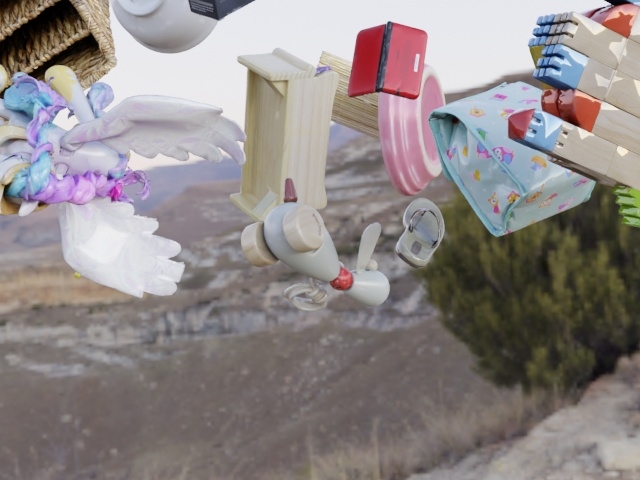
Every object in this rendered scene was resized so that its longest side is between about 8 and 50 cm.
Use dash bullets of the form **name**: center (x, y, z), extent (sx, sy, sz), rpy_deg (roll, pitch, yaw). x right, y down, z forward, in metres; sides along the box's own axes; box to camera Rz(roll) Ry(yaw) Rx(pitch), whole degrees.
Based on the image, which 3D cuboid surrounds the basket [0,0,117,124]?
- **basket**: center (-0.553, -0.377, 1.882), extent (0.299, 0.223, 0.213), rpy_deg (-28, -43, 14)

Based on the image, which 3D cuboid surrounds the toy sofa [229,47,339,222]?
- **toy sofa**: center (-0.085, -0.230, 2.247), extent (0.177, 0.363, 0.150), rpy_deg (-12, 30, -31)

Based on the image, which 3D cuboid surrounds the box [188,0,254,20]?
- **box**: center (-0.185, -0.538, 1.981), extent (0.093, 0.158, 0.156), rpy_deg (25, 48, 37)

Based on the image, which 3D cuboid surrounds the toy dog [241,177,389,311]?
- **toy dog**: center (0.000, 0.000, 1.907), extent (0.220, 0.161, 0.334), rpy_deg (-3, -27, 22)

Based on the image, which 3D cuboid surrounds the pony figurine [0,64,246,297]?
- **pony figurine**: center (-0.322, -0.109, 1.375), extent (0.350, 0.303, 0.363), rpy_deg (11, 25, -30)

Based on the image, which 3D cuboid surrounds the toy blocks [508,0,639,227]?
- **toy blocks**: center (0.417, -0.244, 1.490), extent (0.260, 0.382, 0.190), rpy_deg (21, 1, -18)

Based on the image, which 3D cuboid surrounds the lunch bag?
- **lunch bag**: center (0.342, -0.164, 1.820), extent (0.223, 0.262, 0.160), rpy_deg (-22, -30, -26)

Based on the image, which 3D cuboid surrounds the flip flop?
- **flip flop**: center (0.251, -0.030, 2.480), extent (0.112, 0.080, 0.277), rpy_deg (29, 32, 2)

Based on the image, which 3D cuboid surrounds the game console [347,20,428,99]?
- **game console**: center (0.130, -0.340, 1.964), extent (0.124, 0.144, 0.085), rpy_deg (12, -13, -13)

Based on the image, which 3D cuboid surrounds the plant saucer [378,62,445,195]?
- **plant saucer**: center (0.219, -0.269, 2.314), extent (0.084, 0.332, 0.332), rpy_deg (-2, 2, 21)

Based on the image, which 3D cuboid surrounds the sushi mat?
- **sushi mat**: center (0.117, -0.338, 2.492), extent (0.316, 0.152, 0.019), rpy_deg (19, 5, -20)

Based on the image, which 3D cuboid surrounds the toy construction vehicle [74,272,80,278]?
- **toy construction vehicle**: center (-0.521, 0.073, 2.354), extent (0.085, 0.035, 0.098), rpy_deg (26, 26, -10)

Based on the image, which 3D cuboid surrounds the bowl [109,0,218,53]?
- **bowl**: center (-0.371, -0.572, 2.285), extent (0.297, 0.298, 0.134), rpy_deg (-4, 5, 24)
